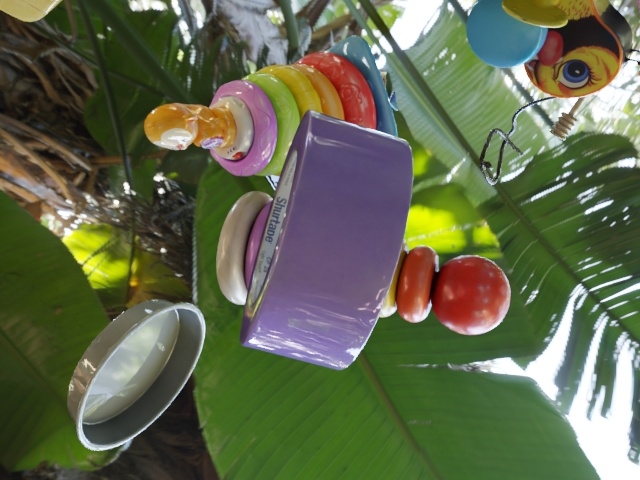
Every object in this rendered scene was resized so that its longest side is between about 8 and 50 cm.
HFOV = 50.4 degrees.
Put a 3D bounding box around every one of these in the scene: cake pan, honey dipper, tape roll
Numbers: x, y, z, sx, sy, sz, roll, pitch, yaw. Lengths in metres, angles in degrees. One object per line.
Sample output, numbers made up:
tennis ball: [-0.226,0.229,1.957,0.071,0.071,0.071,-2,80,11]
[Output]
cake pan: [-0.319,0.225,1.182,0.054,0.293,0.293,30,-93,22]
honey dipper: [0.416,-0.233,1.062,0.030,0.030,0.160,35,-68,14]
tape roll: [0.000,0.000,0.531,0.080,0.189,0.189,16,-97,-8]

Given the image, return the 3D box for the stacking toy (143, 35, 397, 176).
stacking toy: [-0.066,-0.133,0.772,0.175,0.302,0.165,-18,-92,43]

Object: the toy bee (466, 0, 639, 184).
toy bee: [0.226,-0.201,0.616,0.162,0.298,0.195,7,-124,31]

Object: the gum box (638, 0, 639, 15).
gum box: [0.249,-0.188,0.327,0.107,0.188,0.062,10,-120,0]

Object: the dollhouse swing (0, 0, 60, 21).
dollhouse swing: [-0.233,-0.305,0.600,0.315,0.305,0.347,31,-126,-7]

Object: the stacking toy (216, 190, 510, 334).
stacking toy: [0.052,0.035,0.791,0.330,0.141,0.141,10,-98,17]

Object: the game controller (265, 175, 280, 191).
game controller: [-0.045,-0.141,1.148,0.067,0.319,0.166,10,-111,21]

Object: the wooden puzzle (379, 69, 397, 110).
wooden puzzle: [0.078,-0.229,1.060,0.014,0.116,0.078,13,-67,50]
